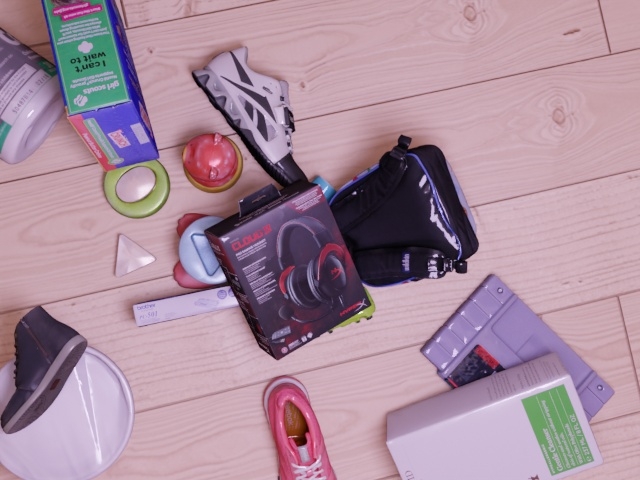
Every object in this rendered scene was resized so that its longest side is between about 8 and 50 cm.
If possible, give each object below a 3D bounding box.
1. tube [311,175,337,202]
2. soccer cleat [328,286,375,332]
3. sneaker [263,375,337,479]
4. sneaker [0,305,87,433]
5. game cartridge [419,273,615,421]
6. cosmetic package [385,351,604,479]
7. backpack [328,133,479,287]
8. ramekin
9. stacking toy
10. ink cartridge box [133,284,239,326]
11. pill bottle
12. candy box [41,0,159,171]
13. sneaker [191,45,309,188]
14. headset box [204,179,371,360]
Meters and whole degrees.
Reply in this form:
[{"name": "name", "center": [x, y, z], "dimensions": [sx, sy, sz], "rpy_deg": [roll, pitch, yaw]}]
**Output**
[{"name": "tube", "center": [-0.053, -0.037, 1.904], "dimensions": [0.080, 0.052, 0.207], "rpy_deg": [41, 89, 18]}, {"name": "soccer cleat", "center": [0.022, 0.146, 1.904], "dimensions": [0.178, 0.060, 0.072], "rpy_deg": [-18, 81, -13]}, {"name": "sneaker", "center": [-0.039, 0.424, 1.844], "dimensions": [0.116, 0.136, 0.314], "rpy_deg": [-19, 90, -6]}, {"name": "sneaker", "center": [-0.523, 0.232, 1.707], "dimensions": [0.118, 0.083, 0.222], "rpy_deg": [37, 91, 15]}, {"name": "game cartridge", "center": [0.400, 0.271, 1.940], "dimensions": [0.355, 0.068, 0.230], "rpy_deg": [44, 80, -3]}, {"name": "cosmetic package", "center": [0.326, 0.381, 1.831], "dimensions": [0.365, 0.155, 0.197], "rpy_deg": [-23, 98, 7]}, {"name": "backpack", "center": [0.152, -0.040, 1.832], "dimensions": [0.263, 0.213, 0.277], "rpy_deg": [-23, 86, 32]}, {"name": "ramekin", "center": [-0.485, 0.321, 1.801], "dimensions": [0.272, 0.127, 0.273], "rpy_deg": [0, 88, -6]}, {"name": "stacking toy", "center": [-0.278, -0.057, 1.835], "dimensions": [0.279, 0.130, 0.309], "rpy_deg": [-5, 88, -7]}, {"name": "ink cartridge box", "center": [-0.255, 0.124, 1.848], "dimensions": [0.207, 0.097, 0.046], "rpy_deg": [-11, 90, -7]}, {"name": "pill bottle", "center": [-0.662, -0.320, 1.763], "dimensions": [0.361, 0.204, 0.204], "rpy_deg": [35, 85, -5]}, {"name": "candy box", "center": [-0.404, -0.320, 1.727], "dimensions": [0.122, 0.268, 0.317], "rpy_deg": [-17, 74, -5]}, {"name": "sneaker", "center": [-0.098, -0.240, 1.865], "dimensions": [0.146, 0.122, 0.330], "rpy_deg": [-36, 90, -8]}, {"name": "headset box", "center": [-0.066, 0.039, 1.775], "dimensions": [0.218, 0.110, 0.293], "rpy_deg": [-28, 108, -17]}]
